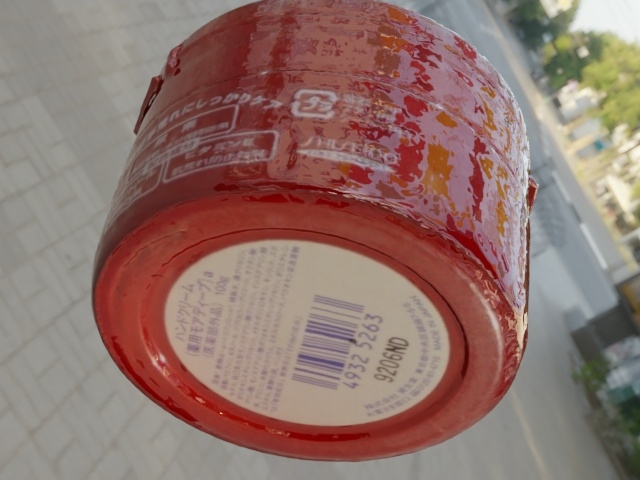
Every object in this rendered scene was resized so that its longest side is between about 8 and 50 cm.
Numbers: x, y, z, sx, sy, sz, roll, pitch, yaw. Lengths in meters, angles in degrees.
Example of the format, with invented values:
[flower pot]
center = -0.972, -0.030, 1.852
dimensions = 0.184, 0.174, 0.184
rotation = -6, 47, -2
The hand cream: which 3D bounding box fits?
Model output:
[hand cream]
center = 0.000, 0.000, 0.536
dimensions = 0.193, 0.193, 0.125
rotation = 52, 35, -36
